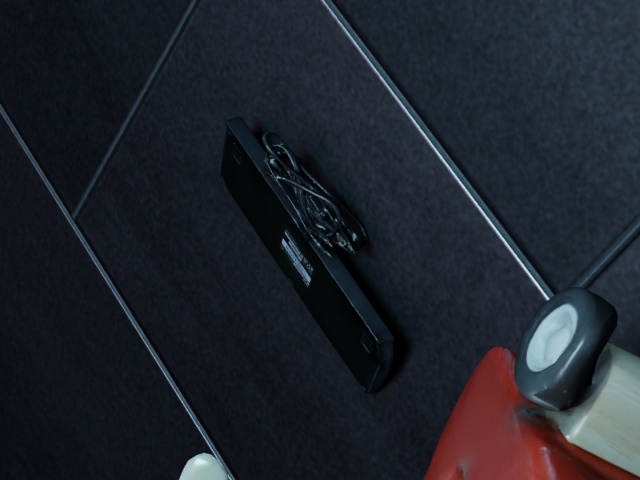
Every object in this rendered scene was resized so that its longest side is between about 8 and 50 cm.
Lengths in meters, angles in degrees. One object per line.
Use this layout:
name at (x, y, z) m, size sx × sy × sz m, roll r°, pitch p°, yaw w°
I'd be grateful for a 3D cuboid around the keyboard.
keyboard at (0.000, 0.000, 0.955) m, size 0.192 × 0.038 × 0.100 m, roll 55°, pitch 157°, yaw 19°

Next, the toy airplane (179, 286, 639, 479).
toy airplane at (0.095, 0.237, 0.654) m, size 0.272 × 0.384 × 0.386 m, roll -48°, pitch 67°, yaw 31°
